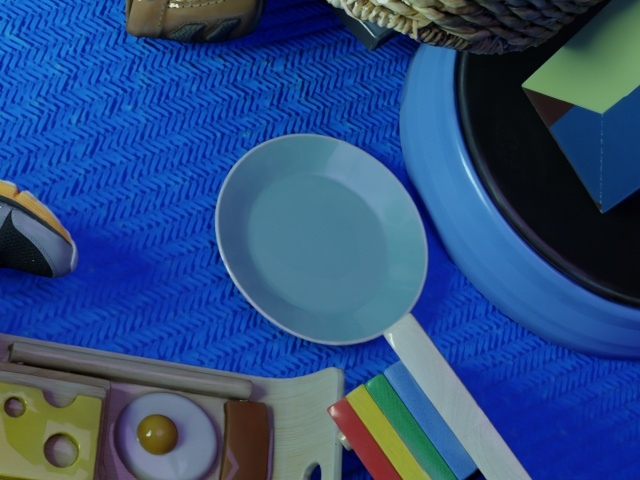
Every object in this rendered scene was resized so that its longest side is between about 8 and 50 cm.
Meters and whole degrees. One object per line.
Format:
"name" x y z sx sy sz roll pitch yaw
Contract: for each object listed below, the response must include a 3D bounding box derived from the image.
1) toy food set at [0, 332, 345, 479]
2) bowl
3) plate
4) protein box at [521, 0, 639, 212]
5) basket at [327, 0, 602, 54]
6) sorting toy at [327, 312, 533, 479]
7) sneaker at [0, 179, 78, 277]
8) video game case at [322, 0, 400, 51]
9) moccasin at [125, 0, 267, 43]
"toy food set" -0.133 0.169 0.954 0.306 0.092 0.220 12 63 -19
"bowl" 0.264 -0.088 1.257 0.391 0.077 0.391 10 63 -20
"plate" 0.000 0.000 1.131 0.188 0.024 0.188 9 65 -20
"protein box" 0.320 -0.150 1.146 0.201 0.200 0.136 -25 80 -31
"basket" 0.097 -0.235 1.089 0.299 0.223 0.213 -27 89 -58
"sorting toy" 0.111 0.194 0.977 0.089 0.257 0.255 -36 77 0
"sneaker" -0.279 -0.009 0.984 0.214 0.084 0.083 18 63 -4
"video game case" 0.023 -0.318 1.275 0.196 0.026 0.274 -36 79 -32
"moccasin" -0.134 -0.351 1.165 0.147 0.139 0.380 -2 85 -15
